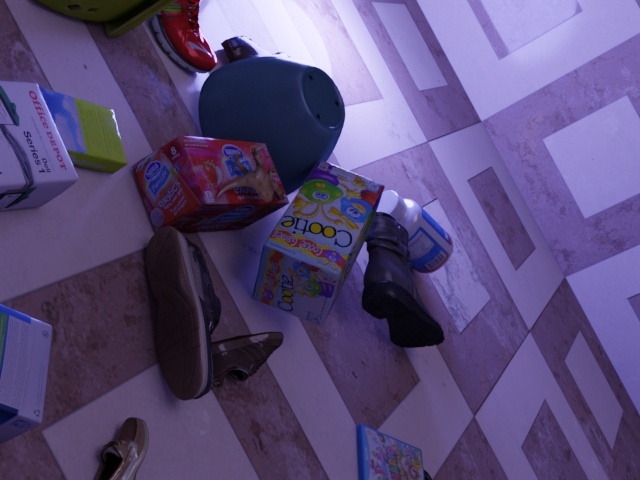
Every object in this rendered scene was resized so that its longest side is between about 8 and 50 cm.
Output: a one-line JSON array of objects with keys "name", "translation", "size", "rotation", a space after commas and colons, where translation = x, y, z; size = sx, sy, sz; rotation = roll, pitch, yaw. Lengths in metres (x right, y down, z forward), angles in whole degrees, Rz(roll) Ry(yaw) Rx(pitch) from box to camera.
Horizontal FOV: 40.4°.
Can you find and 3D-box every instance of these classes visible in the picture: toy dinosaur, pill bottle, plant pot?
[{"name": "toy dinosaur", "translation": [-0.109, -0.108, 1.461], "size": [0.183, 0.053, 0.092], "rotation": [5, 64, -58]}, {"name": "pill bottle", "translation": [0.215, -0.025, 2.117], "size": [0.221, 0.124, 0.124], "rotation": [41, 34, -34]}, {"name": "plant pot", "translation": [-0.068, -0.244, 1.713], "size": [0.290, 0.195, 0.290], "rotation": [26, 55, -43]}, {"name": "plant pot", "translation": [-0.354, -0.504, 1.502], "size": [0.207, 0.228, 0.227], "rotation": [29, 41, -54]}]

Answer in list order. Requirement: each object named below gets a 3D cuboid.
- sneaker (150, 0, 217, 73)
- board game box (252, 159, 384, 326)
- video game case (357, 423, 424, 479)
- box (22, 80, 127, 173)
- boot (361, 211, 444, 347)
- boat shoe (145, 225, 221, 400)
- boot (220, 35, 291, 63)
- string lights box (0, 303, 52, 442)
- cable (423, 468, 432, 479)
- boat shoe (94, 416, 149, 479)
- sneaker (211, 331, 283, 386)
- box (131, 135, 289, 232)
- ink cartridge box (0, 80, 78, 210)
[{"name": "sneaker", "translation": [-0.270, -0.454, 1.685], "size": [0.279, 0.118, 0.107], "rotation": [60, 26, -23]}, {"name": "board game box", "translation": [0.000, 0.000, 1.611], "size": [0.142, 0.144, 0.275], "rotation": [22, 43, 7]}, {"name": "video game case", "translation": [0.136, 0.430, 1.662], "size": [0.166, 0.015, 0.119], "rotation": [29, 41, -30]}, {"name": "box", "translation": [-0.383, -0.169, 1.333], "size": [0.178, 0.042, 0.109], "rotation": [11, 55, -55]}, {"name": "boot", "translation": [0.181, 0.087, 1.886], "size": [0.338, 0.118, 0.222], "rotation": [53, 31, -54]}, {"name": "boat shoe", "translation": [-0.197, 0.110, 1.334], "size": [0.092, 0.103, 0.285], "rotation": [19, 43, -46]}, {"name": "boot", "translation": [-0.138, -0.413, 1.922], "size": [0.106, 0.082, 0.219], "rotation": [60, 30, -9]}, {"name": "string lights box", "translation": [-0.430, 0.117, 0.962], "size": [0.260, 0.077, 0.133], "rotation": [34, 38, -41]}, {"name": "cable", "translation": [0.214, 0.587, 1.669], "size": [0.139, 0.072, 0.287], "rotation": [-5, 56, -42]}, {"name": "boat shoe", "translation": [-0.260, 0.281, 1.126], "size": [0.045, 0.050, 0.135], "rotation": [49, 30, -33]}, {"name": "sneaker", "translation": [-0.127, 0.193, 1.433], "size": [0.188, 0.066, 0.071], "rotation": [-4, 85, -54]}, {"name": "box", "translation": [-0.185, -0.095, 1.512], "size": [0.257, 0.123, 0.128], "rotation": [-4, 69, -60]}, {"name": "ink cartridge box", "translation": [-0.445, -0.123, 1.135], "size": [0.219, 0.093, 0.160], "rotation": [-15, 79, -61]}]
